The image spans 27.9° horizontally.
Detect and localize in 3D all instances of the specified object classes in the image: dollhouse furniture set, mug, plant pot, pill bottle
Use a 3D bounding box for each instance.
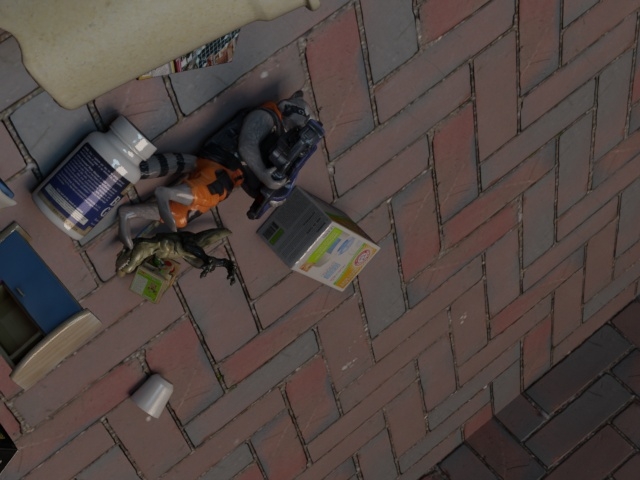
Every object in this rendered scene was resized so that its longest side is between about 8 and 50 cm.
[{"bbox_3d":[-0.477,0.063,1.647,0.286,0.198,0.303,-42,150,-7],"label":"dollhouse furniture set"},{"bbox_3d":[-0.297,0.269,2.296,0.062,0.078,0.064,37,88,-28],"label":"mug"},{"bbox_3d":[-0.215,-0.313,1.425,0.305,0.334,0.334,-34,151,2],"label":"plant pot"},{"bbox_3d":[-0.307,-0.090,1.774,0.169,0.094,0.094,-46,151,1],"label":"pill bottle"}]

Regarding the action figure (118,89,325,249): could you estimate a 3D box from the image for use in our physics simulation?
[{"bbox_3d":[-0.127,-0.126,1.887,0.330,0.178,0.341,-34,175,-28],"label":"action figure"}]

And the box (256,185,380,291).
[{"bbox_3d":[0.000,0.000,2.270,0.114,0.103,0.203,-49,151,7],"label":"box"}]

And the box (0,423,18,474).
[{"bbox_3d":[-0.654,0.408,1.983,0.322,0.079,0.257,-52,148,12],"label":"box"}]

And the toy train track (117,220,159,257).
[{"bbox_3d":[-0.281,0.001,2.006,0.083,0.014,0.048,-44,151,-3],"label":"toy train track"}]

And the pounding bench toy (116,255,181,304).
[{"bbox_3d":[-0.274,0.048,2.042,0.052,0.083,0.065,-63,178,33],"label":"pounding bench toy"}]

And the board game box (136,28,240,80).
[{"bbox_3d":[-0.163,-0.334,1.703,0.165,0.042,0.243,-18,140,-40],"label":"board game box"}]

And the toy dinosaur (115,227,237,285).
[{"bbox_3d":[-0.192,0.020,2.019,0.268,0.118,0.064,-10,129,-51],"label":"toy dinosaur"}]
